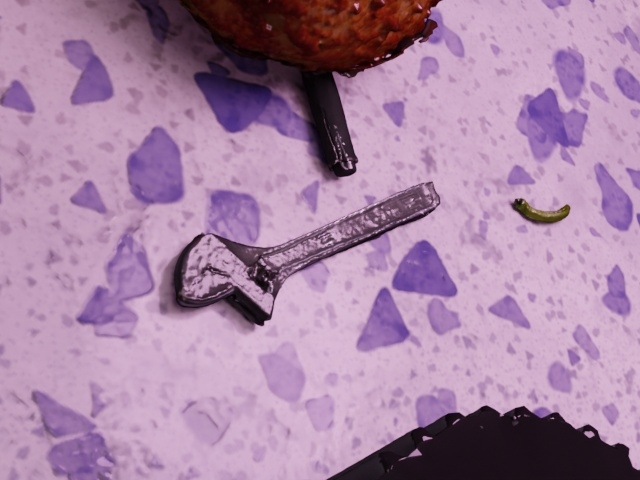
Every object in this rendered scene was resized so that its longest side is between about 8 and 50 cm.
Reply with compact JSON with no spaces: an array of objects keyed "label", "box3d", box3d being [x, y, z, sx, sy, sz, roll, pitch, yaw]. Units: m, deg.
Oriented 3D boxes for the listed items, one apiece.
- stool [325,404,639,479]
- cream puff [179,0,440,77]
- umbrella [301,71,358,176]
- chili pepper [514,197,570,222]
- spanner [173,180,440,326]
[{"label":"stool","box3d":[0.033,0.278,0.559,0.297,0.330,0.297,14,61,-27]},{"label":"cream puff","box3d":[-0.022,-0.317,0.872,0.350,0.229,0.351,14,51,-17]},{"label":"umbrella","box3d":[0.009,-0.124,0.934,0.036,0.031,0.133,-4,70,-32]},{"label":"chili pepper","box3d":[0.246,-0.034,1.053,0.083,0.017,0.030,10,61,-28]},{"label":"spanner","box3d":[0.000,0.000,0.873,0.325,0.026,0.093,-24,81,-40]}]
